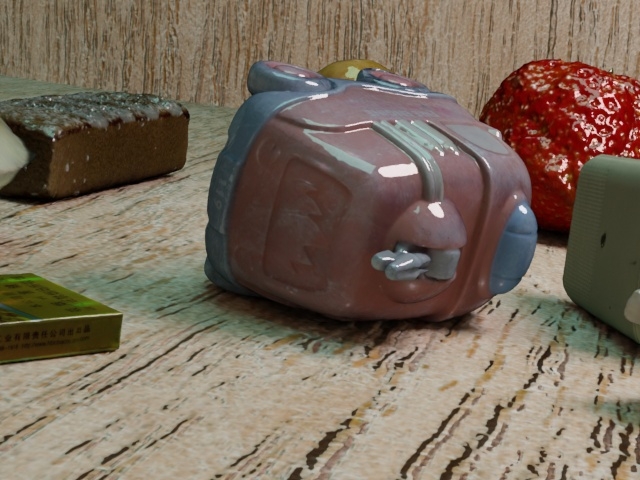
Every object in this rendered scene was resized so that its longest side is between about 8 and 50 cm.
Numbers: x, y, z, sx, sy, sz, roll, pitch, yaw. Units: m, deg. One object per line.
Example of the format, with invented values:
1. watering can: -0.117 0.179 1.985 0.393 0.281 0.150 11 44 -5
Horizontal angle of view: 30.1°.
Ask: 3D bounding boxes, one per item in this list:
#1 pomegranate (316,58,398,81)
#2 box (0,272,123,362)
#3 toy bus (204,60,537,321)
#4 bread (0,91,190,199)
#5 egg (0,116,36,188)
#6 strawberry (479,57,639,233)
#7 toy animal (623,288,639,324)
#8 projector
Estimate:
1. pomegranate: 0.053 -0.185 1.870 0.207 0.207 0.207 7 10 -1
2. box: -0.244 0.052 0.777 0.193 0.030 0.121 -2 13 -45
3. toy bus: 0.056 -0.025 1.008 0.294 0.197 0.232 -2 24 -47
4. bread: -0.312 -0.129 1.515 0.165 0.113 0.416 8 11 14
5. egg: -0.434 -0.107 1.024 0.337 0.201 0.337 41 6 -5
6. strawberry: 0.333 -0.108 1.567 0.257 0.257 0.277 7 27 1
7. toy animal: 0.328 0.071 0.742 0.140 0.138 0.282 -29 17 -15
8. projector: 0.335 0.011 1.045 0.177 0.163 0.242 6 6 -5
